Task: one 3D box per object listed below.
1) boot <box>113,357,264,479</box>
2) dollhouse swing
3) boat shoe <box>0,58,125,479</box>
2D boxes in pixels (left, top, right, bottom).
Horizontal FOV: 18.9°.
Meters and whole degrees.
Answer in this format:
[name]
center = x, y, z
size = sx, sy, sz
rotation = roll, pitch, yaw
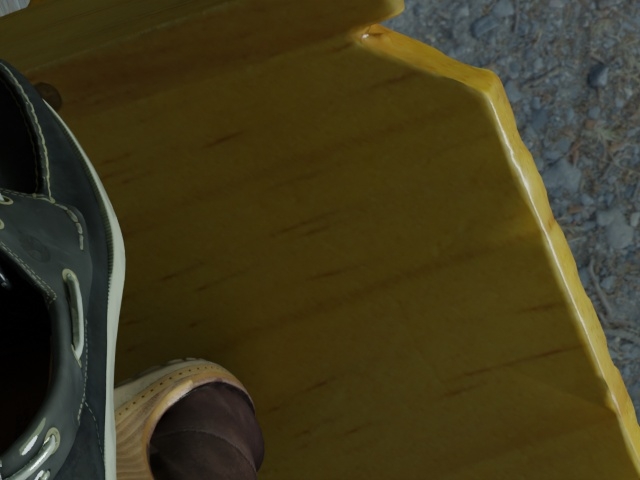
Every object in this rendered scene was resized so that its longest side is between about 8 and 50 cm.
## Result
[boot]
center = -0.041, 0.150, 0.729
size = 0.207, 0.090, 0.248
rotation = 56, 12, 12
[dollhouse swing]
center = 0.000, 0.000, 0.982
size = 0.346, 0.315, 0.305
rotation = 65, 23, -20
[boat shoe]
center = -0.112, 0.009, 0.633
size = 0.079, 0.084, 0.233
rotation = 71, 4, -46
